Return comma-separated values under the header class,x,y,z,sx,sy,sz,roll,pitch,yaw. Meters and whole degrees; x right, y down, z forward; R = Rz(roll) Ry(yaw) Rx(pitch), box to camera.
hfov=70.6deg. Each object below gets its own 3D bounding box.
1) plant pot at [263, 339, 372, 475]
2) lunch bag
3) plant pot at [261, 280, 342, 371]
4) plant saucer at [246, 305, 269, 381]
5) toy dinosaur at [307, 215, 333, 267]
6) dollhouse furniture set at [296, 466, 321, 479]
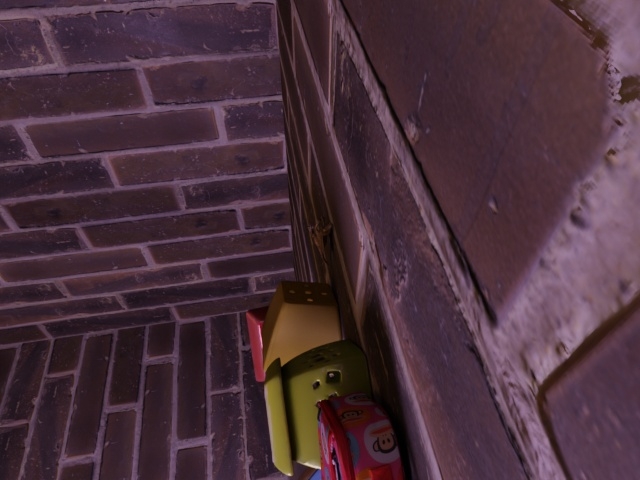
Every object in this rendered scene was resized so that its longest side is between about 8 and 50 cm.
class,x,y,z,sx,sy,sz,roll,pitch,yaw
plant pot,-0.008,0.347,0.957,0.228,0.207,0.227,136,126,-83
lunch bag,0.077,0.412,0.717,0.258,0.120,0.293,162,99,-80
plant pot,-0.046,0.226,1.243,0.212,0.212,0.187,-113,29,-68
plant saucer,-0.087,0.318,1.421,0.048,0.259,0.259,-137,40,-66
toy dinosaur,0.000,0.000,1.179,0.183,0.053,0.093,92,167,-55
dollhouse furniture set,0.080,0.847,1.378,0.303,0.198,0.286,7,131,52
